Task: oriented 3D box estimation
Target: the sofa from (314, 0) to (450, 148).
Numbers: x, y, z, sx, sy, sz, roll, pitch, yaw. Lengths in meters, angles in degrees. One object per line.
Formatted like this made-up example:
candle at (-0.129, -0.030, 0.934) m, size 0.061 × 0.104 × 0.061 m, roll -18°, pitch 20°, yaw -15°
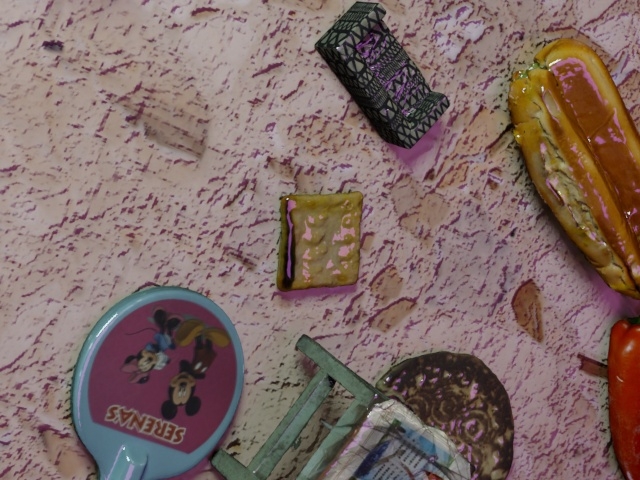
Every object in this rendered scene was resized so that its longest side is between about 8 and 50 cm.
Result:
sofa at (0.053, -0.138, 1.189) m, size 0.060 × 0.039 × 0.118 m, roll -48°, pitch 122°, yaw -15°

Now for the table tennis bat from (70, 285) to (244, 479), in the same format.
table tennis bat at (-0.145, 0.154, 1.135) m, size 0.153 × 0.040 × 0.244 m, roll 28°, pitch 81°, yaw -35°

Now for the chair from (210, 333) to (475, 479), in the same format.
chair at (0.047, 0.204, 1.119) m, size 0.136 × 0.270 × 0.147 m, roll 39°, pitch 88°, yaw -33°

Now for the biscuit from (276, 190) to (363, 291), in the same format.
biscuit at (0.000, 0.000, 1.199) m, size 0.081 × 0.018 × 0.083 m, roll -5°, pitch 105°, yaw -32°

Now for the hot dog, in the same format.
hot dog at (0.252, -0.057, 1.311) m, size 0.115 × 0.072 × 0.269 m, roll -43°, pitch 116°, yaw -30°

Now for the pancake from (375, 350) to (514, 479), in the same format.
pancake at (0.107, 0.195, 1.317) m, size 0.184 × 0.020 × 0.190 m, roll 17°, pitch 91°, yaw -35°

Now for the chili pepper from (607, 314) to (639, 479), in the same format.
chili pepper at (0.321, 0.155, 1.424) m, size 0.071 × 0.063 × 0.272 m, roll -11°, pitch 110°, yaw -18°
